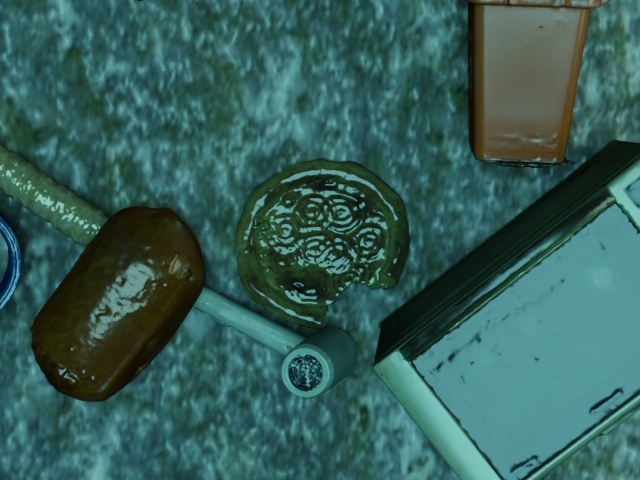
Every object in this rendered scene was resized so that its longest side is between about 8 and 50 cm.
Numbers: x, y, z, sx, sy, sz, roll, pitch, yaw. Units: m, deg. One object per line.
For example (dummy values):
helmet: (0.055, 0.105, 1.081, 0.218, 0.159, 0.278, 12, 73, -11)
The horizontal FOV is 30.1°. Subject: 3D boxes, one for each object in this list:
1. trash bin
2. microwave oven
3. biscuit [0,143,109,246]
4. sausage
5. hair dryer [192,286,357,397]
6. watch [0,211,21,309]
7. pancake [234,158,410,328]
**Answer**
trash bin: (0.261, -0.217, 1.457, 0.184, 0.161, 0.239, 1, 105, 3)
microwave oven: (0.290, 0.098, 1.402, 0.394, 0.333, 0.247, -39, 91, 8)
biscuit: (-0.368, -0.062, 1.551, 0.219, 0.061, 0.055, 36, 53, -3)
sausage: (-0.254, 0.079, 1.513, 0.141, 0.153, 0.268, 38, 95, 11)
hair dryer: (-0.072, 0.116, 1.536, 0.236, 0.131, 0.073, 30, 103, 12)
watch: (-0.479, 0.007, 1.522, 0.200, 0.171, 0.196, 29, 97, -16)
pancake: (0.000, 0.000, 1.537, 0.235, 0.029, 0.212, -36, 83, -5)
